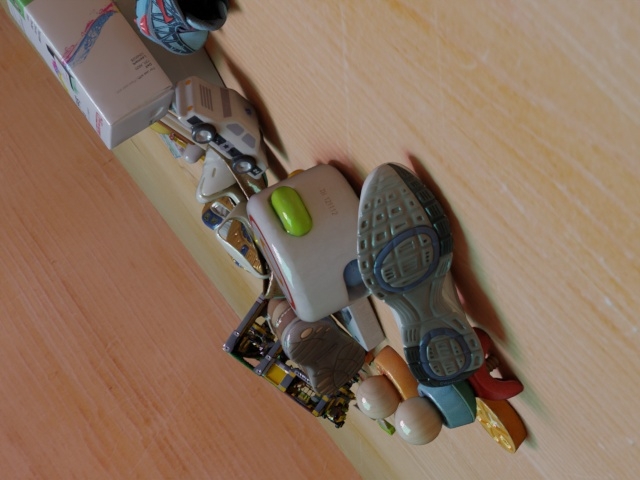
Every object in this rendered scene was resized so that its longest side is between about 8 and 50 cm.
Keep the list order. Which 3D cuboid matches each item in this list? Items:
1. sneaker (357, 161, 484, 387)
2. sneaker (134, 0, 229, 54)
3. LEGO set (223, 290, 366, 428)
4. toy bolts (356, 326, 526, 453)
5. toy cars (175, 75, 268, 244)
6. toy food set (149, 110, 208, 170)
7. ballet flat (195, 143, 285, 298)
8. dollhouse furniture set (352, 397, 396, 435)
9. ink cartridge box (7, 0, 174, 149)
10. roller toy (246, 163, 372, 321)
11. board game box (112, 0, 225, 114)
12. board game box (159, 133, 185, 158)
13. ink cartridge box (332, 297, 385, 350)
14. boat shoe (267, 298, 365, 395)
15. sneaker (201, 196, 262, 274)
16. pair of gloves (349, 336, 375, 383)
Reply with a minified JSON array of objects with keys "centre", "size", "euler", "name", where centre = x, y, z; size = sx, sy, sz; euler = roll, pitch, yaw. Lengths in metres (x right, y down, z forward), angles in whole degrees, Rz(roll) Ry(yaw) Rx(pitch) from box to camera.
[{"centre":[0.103,0.033,1.230],"size":[0.129,0.111,0.297],"euler":[-103,-4,-57],"name":"sneaker"},{"centre":[-0.178,-0.304,1.393],"size":[0.125,0.104,0.262],"euler":[49,167,16],"name":"sneaker"},{"centre":[-0.032,0.219,2.218],"size":[0.331,0.192,0.255],"euler":[35,-179,21],"name":"LEGO set"},{"centre":[0.162,0.224,1.389],"size":[0.218,0.158,0.228],"euler":[54,168,2],"name":"toy bolts"},{"centre":[-0.074,-0.092,1.602],"size":[0.394,0.087,0.176],"euler":[58,-157,-7],"name":"toy cars"},{"centre":[-0.285,-0.186,1.926],"size":[0.306,0.092,0.220],"euler":[34,-179,-17],"name":"toy food set"},{"centre":[-0.126,-0.054,1.730],"size":[0.342,0.124,0.116],"euler":[63,161,2],"name":"ballet flat"},{"centre":[0.125,0.308,1.990],"size":[0.151,0.076,0.058],"euler":[31,159,38],"name":"dollhouse furniture set"},{"centre":[-0.355,-0.294,1.623],"size":[0.278,0.117,0.201],"euler":[54,168,-2],"name":"ink cartridge box"},{"centre":[0.000,0.000,1.436],"size":[0.191,0.146,0.209],"euler":[66,172,-9],"name":"roller toy"},{"centre":[-0.296,-0.347,1.756],"size":[0.303,0.097,0.224],"euler":[36,157,54],"name":"board game box"},{"centre":[-0.355,-0.258,2.409],"size":[0.154,0.026,0.103],"euler":[57,168,-10],"name":"board game box"},{"centre":[0.009,0.056,1.803],"size":[0.223,0.045,0.224],"euler":[45,165,40],"name":"ink cartridge box"},{"centre":[-0.008,0.178,1.903],"size":[0.116,0.123,0.324],"euler":[49,172,30],"name":"boat shoe"},{"centre":[-0.113,-0.014,1.980],"size":[0.131,0.112,0.296],"euler":[28,-169,-32],"name":"sneaker"},{"centre":[0.058,0.229,2.034],"size":[0.074,0.083,0.010],"euler":[42,-160,21],"name":"pair of gloves"}]
